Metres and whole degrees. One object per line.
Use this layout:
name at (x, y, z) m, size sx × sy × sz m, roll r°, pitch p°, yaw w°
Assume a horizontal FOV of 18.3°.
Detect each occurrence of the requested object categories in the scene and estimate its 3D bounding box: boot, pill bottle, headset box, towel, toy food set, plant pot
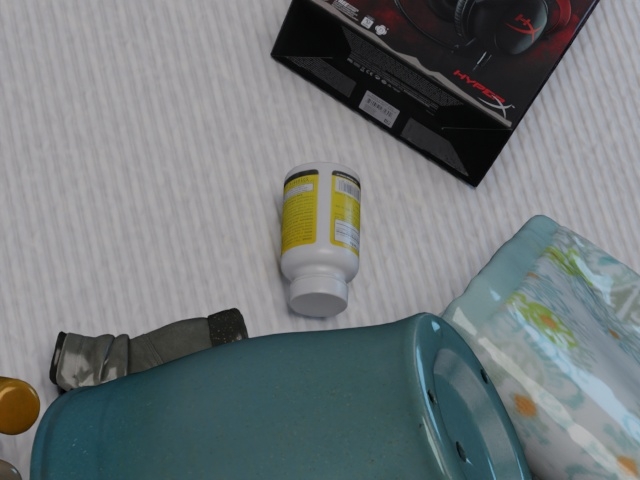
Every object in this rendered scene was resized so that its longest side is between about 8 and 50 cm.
boot at (-0.115, 0.175, 1.502) m, size 0.161 × 0.083 × 0.246 m, roll -12°, pitch 68°, yaw -7°
pill bottle at (0.000, 0.000, 1.615) m, size 0.065 × 0.065 × 0.116 m, roll 8°, pitch 62°, yaw -12°
headset box at (0.127, -0.228, 1.738) m, size 0.218 × 0.110 × 0.293 m, roll 34°, pitch 60°, yaw 3°
towel at (0.241, 0.126, 1.493) m, size 0.320 × 0.090 × 0.374 m, roll 40°, pitch 20°, yaw 6°
toy food set at (-0.200, 0.210, 1.440) m, size 0.111 × 0.104 × 0.232 m, roll -44°, pitch 109°, yaw -19°
plant pot at (-0.006, 0.173, 1.280) m, size 0.255 × 0.271 × 0.271 m, roll -25°, pitch 68°, yaw 17°
